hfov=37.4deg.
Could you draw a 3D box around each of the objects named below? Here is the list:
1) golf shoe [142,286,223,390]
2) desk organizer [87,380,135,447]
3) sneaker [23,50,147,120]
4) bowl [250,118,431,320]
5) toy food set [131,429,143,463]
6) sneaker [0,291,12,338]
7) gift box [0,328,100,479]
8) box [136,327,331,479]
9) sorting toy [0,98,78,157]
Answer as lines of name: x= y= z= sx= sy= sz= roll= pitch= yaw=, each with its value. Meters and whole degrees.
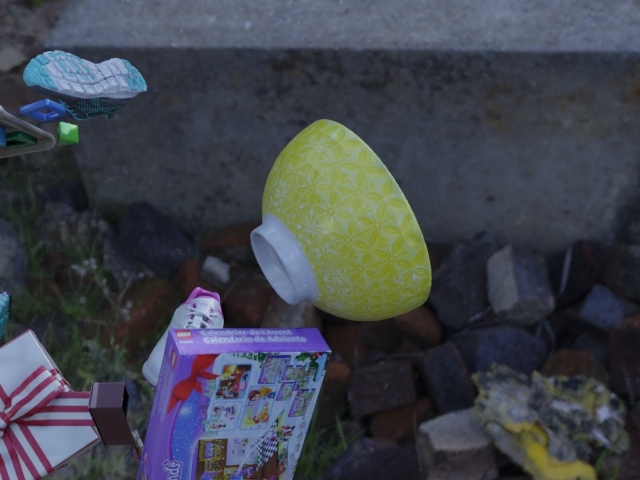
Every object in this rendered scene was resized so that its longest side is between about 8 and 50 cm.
golf shoe: x=-0.221 y=0.166 z=1.576 sx=0.115 sy=0.140 sz=0.306 roll=17 pitch=10 yaw=-8
desk organizer: x=-0.316 y=0.267 z=1.449 sx=0.050 sy=0.130 sz=0.047 roll=-1 pitch=52 yaw=0
sneaker: x=-0.271 y=-0.165 z=1.067 sx=0.065 sy=0.076 sz=0.166 roll=56 pitch=28 yaw=18
bowl: x=0.000 y=0.000 z=1.272 sx=0.156 sy=0.289 sz=0.289 roll=-29 pitch=59 yaw=-18
toy food set: x=-0.332 y=0.397 z=1.743 sx=0.019 sy=0.122 sz=0.078 roll=-21 pitch=37 yaw=-16
sneaker: x=-0.511 y=0.120 z=1.347 sx=0.098 sy=0.083 sz=0.223 roll=17 pitch=17 yaw=-7
gift box: x=-0.512 y=0.325 z=1.637 sx=0.255 sy=0.258 sz=0.276 roll=-38 pitch=85 yaw=-15
box: x=-0.119 y=0.246 z=1.220 sx=0.201 sy=0.293 sz=0.057 roll=2 pitch=29 yaw=-27
sorting toy: x=-0.579 y=-0.169 z=1.618 sx=0.348 sy=0.196 sz=0.047 roll=-8 pitch=77 yaw=11
